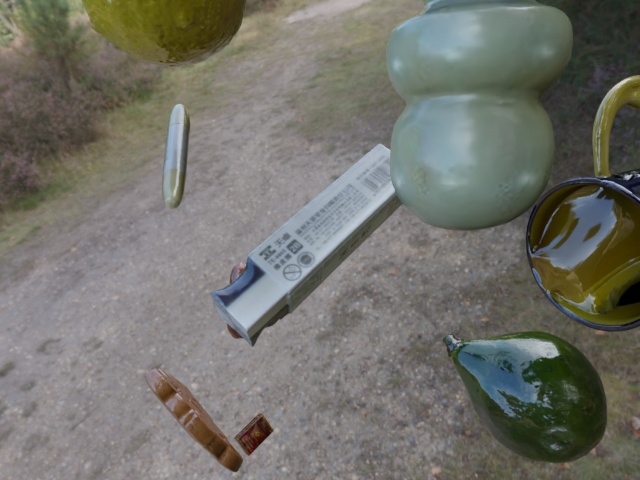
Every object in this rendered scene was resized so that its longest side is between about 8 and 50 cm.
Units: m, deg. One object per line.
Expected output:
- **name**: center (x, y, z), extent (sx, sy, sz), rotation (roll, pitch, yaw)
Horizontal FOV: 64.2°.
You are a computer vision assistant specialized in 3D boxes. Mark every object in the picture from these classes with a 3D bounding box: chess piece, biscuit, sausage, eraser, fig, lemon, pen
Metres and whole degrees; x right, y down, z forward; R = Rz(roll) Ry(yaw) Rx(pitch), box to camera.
- **chess piece**: center (0.121, -0.171, 0.388), extent (0.183, 0.330, 0.182), rotation (0, 11, 0)
- **biscuit**: center (-0.283, 0.372, 1.101), extent (0.043, 0.284, 0.306), rotation (-43, 12, -17)
- **sausage**: center (-0.191, 0.148, 1.265), extent (0.077, 0.193, 0.077), rotation (4, 5, 0)
- **eraser**: center (0.000, 0.000, 0.866), extent (0.098, 0.096, 0.404), rotation (40, 69, 19)
- **fig**: center (0.298, 0.226, 0.780), extent (0.245, 0.195, 0.195), rotation (21, 40, 3)
- **lemon**: center (-0.188, -0.309, 0.610), extent (0.193, 0.192, 0.231), rotation (-8, 7, 15)
- **pen**: center (-0.195, -0.118, 0.693), extent (0.032, 0.040, 0.233), rotation (-3, 44, -8)

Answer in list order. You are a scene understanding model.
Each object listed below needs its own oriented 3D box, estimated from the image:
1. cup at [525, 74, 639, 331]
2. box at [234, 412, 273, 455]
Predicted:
- **cup**: center (0.413, -0.045, 0.597), extent (0.257, 0.254, 0.178), rotation (-15, 37, -23)
- **box**: center (-0.155, 0.452, 1.190), extent (0.082, 0.051, 0.023), rotation (-38, 16, -31)
